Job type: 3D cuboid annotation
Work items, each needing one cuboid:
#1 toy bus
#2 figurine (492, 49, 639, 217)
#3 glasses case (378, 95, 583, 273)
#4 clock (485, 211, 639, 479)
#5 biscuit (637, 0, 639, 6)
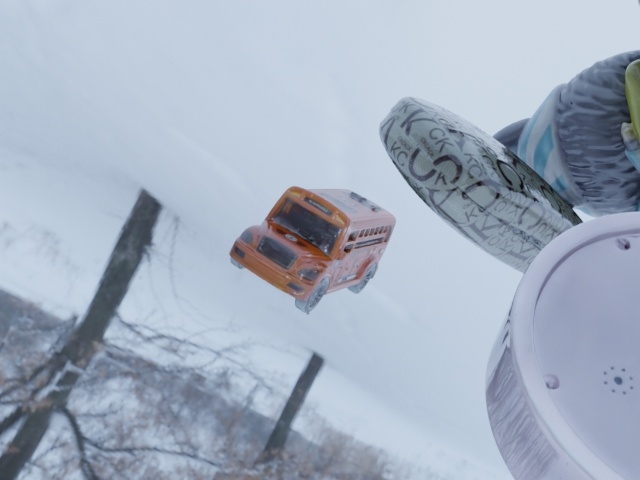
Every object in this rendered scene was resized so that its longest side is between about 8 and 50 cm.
[{"bbox_3d":[0.000,0.000,1.329,0.143,0.153,0.329,32,-165,17],"label":"toy bus"},{"bbox_3d":[0.437,-0.081,1.325,0.266,0.361,0.378,7,167,-28],"label":"figurine"},{"bbox_3d":[0.175,-0.036,0.841,0.355,0.085,0.137,22,-155,-52],"label":"glasses case"},{"bbox_3d":[0.193,0.079,0.478,0.197,0.197,0.068,24,144,12],"label":"clock"},{"bbox_3d":[0.596,-0.276,1.039,0.343,0.395,0.166,-10,130,5],"label":"biscuit"}]
